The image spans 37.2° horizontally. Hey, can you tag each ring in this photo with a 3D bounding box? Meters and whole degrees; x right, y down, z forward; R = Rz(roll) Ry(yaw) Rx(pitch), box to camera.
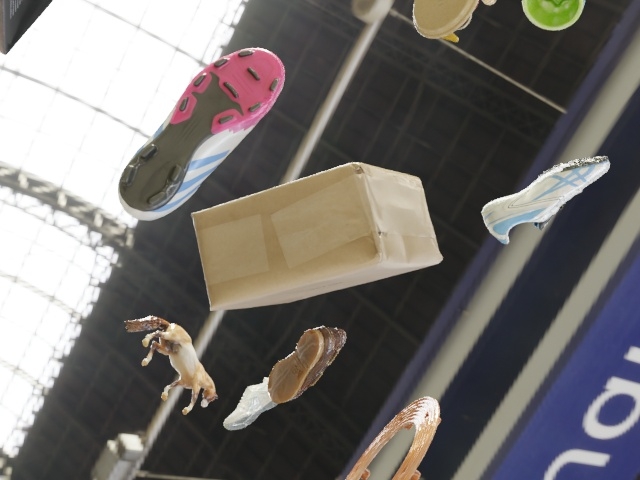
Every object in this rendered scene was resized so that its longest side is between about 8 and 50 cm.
[{"bbox_3d":[0.121,0.439,1.793,0.337,0.032,0.336,-52,-176,5],"label":"ring"}]

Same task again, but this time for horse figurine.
[{"bbox_3d":[-0.314,0.262,2.069,0.066,0.174,0.263,-29,-85,25],"label":"horse figurine"}]

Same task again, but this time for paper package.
[{"bbox_3d":[0.000,0.000,1.600,0.324,0.309,0.168,-16,-99,25],"label":"paper package"}]

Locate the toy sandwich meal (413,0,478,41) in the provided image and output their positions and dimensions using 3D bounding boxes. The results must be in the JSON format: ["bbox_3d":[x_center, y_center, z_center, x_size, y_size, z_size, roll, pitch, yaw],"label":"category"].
[{"bbox_3d":[0.118,-0.218,0.870,0.085,0.029,0.086,-21,-121,40],"label":"toy sandwich meal"}]

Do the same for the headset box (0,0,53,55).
[{"bbox_3d":[-0.271,-0.270,0.537,0.110,0.293,0.218,-58,-173,-23],"label":"headset box"}]

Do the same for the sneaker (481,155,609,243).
[{"bbox_3d":[0.399,-0.074,1.661,0.237,0.085,0.086,-29,-85,8],"label":"sneaker"}]

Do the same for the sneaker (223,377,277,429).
[{"bbox_3d":[-0.152,0.354,2.055,0.061,0.152,0.054,46,-30,22],"label":"sneaker"}]

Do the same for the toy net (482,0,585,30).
[{"bbox_3d":[0.187,-0.314,1.073,0.232,0.122,0.045,13,-136,19],"label":"toy net"}]

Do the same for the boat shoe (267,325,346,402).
[{"bbox_3d":[-0.023,0.227,1.716,0.207,0.073,0.073,-49,-123,40],"label":"boat shoe"}]

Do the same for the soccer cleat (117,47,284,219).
[{"bbox_3d":[-0.188,-0.163,1.464,0.331,0.116,0.143,-47,178,-13],"label":"soccer cleat"}]
